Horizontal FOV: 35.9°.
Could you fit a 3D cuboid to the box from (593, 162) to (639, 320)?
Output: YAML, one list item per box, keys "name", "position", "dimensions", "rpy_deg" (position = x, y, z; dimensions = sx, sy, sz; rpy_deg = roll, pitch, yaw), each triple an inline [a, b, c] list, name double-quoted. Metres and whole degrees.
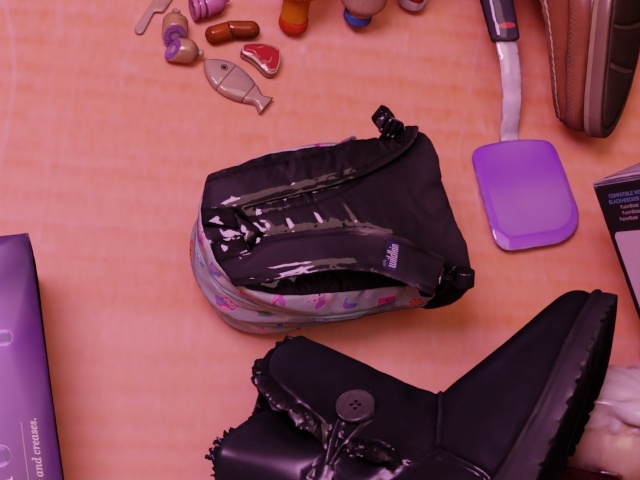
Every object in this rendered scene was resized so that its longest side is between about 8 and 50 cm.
- name: "box"
  position: [0.337, 0.058, 0.737]
  dimensions: [0.169, 0.087, 0.290]
  rpy_deg: [-23, 96, -20]

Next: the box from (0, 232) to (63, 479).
- name: "box"
  position: [-0.249, 0.142, 0.593]
  dimensions: [0.184, 0.103, 0.261]
  rpy_deg: [-9, 74, -15]

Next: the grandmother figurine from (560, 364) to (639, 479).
- name: "grandmother figurine"
  position: [0.172, 0.236, 0.675]
  dimensions: [0.208, 0.104, 0.342]
  rpy_deg: [40, 60, -29]

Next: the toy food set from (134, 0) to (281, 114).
- name: "toy food set"
  position: [-0.081, -0.161, 0.785]
  dimensions: [0.122, 0.019, 0.078]
  rpy_deg: [29, 66, -3]

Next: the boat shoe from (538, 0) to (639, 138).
- name: "boat shoe"
  position: [0.206, -0.240, 0.807]
  dimensions: [0.104, 0.110, 0.307]
  rpy_deg: [7, 103, 29]

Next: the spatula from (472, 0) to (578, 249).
- name: "spatula"
  position: [0.155, -0.140, 0.820]
  dimensions: [0.084, 0.030, 0.297]
  rpy_deg: [-7, 86, -17]

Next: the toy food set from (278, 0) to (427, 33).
- name: "toy food set"
  position: [0.053, -0.259, 0.833]
  dimensions: [0.111, 0.104, 0.232]
  rpy_deg: [25, 48, 9]

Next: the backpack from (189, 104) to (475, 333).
- name: "backpack"
  position: [0.000, 0.000, 0.699]
  dimensions: [0.182, 0.115, 0.152]
  rpy_deg: [-9, 62, -17]

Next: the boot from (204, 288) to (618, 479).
- name: "boot"
  position: [0.065, 0.099, 0.657]
  dimensions: [0.207, 0.094, 0.246]
  rpy_deg: [19, 53, 26]
